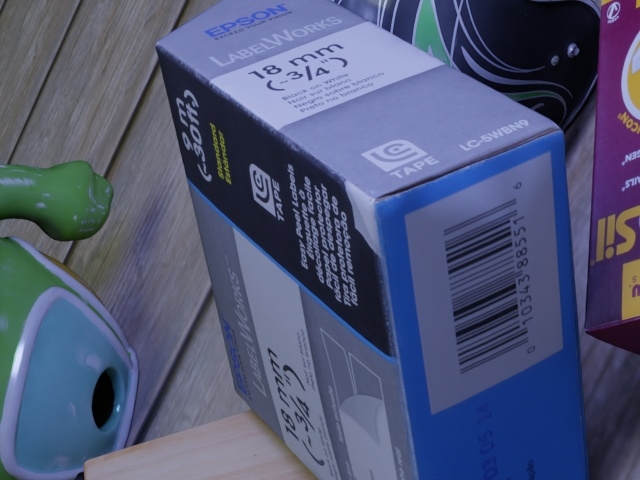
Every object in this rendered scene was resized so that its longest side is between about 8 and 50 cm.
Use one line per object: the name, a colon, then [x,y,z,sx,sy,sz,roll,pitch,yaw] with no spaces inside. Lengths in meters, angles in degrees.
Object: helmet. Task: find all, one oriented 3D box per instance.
helmet: [0.070,-0.128,0.838,0.169,0.161,0.169,-37,43,45]

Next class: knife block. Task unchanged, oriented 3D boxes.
knife block: [-0.091,0.170,0.846,0.276,0.242,0.088,-53,35,28]

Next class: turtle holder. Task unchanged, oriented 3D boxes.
turtle holder: [-0.288,0.100,1.239,0.243,0.227,0.320,-46,36,38]

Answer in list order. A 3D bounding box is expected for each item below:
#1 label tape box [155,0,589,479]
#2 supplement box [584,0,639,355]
label tape box: [0.000,0.000,0.767,0.333,0.106,0.241,39,147,51]
supplement box: [0.192,-0.042,0.663,0.104,0.080,0.188,-22,54,53]
